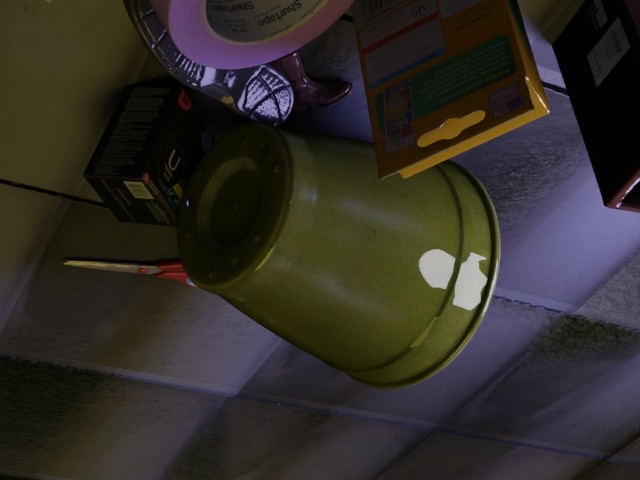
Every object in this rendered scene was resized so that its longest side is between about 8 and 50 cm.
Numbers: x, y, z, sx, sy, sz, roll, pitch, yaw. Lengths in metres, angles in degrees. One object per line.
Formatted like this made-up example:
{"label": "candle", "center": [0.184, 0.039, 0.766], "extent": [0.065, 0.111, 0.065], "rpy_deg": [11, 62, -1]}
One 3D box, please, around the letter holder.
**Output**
{"label": "letter holder", "center": [0.470, -0.187, 1.465], "extent": [0.215, 0.301, 0.152], "rpy_deg": [10, 140, -20]}

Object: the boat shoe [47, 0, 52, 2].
{"label": "boat shoe", "center": [-0.357, -0.343, 1.372], "extent": [0.035, 0.035, 0.100], "rpy_deg": [-39, 134, -2]}

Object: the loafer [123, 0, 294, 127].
{"label": "loafer", "center": [-0.162, -0.249, 1.467], "extent": [0.302, 0.095, 0.109], "rpy_deg": [38, 80, -41]}

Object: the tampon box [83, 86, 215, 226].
{"label": "tampon box", "center": [-0.239, -0.119, 1.551], "extent": [0.101, 0.161, 0.120], "rpy_deg": [5, 149, 25]}

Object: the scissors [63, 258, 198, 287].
{"label": "scissors", "center": [-0.289, 0.057, 1.907], "extent": [0.297, 0.021, 0.109], "rpy_deg": [-6, 145, -3]}

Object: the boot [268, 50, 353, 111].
{"label": "boot", "center": [-0.019, -0.238, 1.554], "extent": [0.106, 0.037, 0.114], "rpy_deg": [-17, 137, 11]}

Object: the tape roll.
{"label": "tape roll", "center": [-0.071, -0.329, 1.293], "extent": [0.275, 0.090, 0.275], "rpy_deg": [-26, 156, -12]}

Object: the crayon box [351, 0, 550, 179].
{"label": "crayon box", "center": [0.157, -0.217, 1.365], "extent": [0.203, 0.322, 0.083], "rpy_deg": [-24, 139, 22]}

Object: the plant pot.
{"label": "plant pot", "center": [0.000, 0.000, 1.557], "extent": [0.353, 0.366, 0.366], "rpy_deg": [20, 136, -40]}
